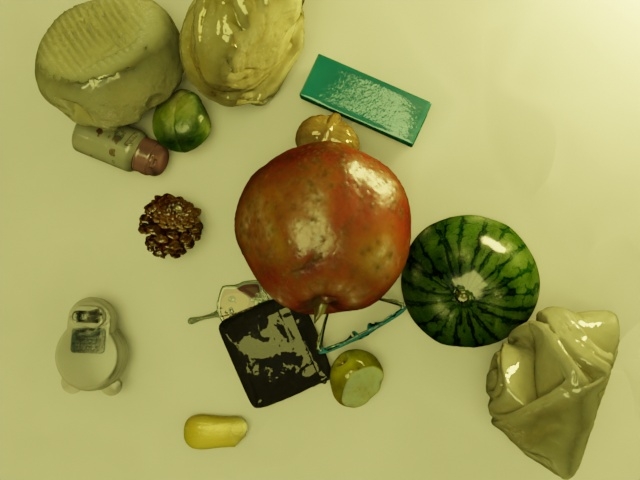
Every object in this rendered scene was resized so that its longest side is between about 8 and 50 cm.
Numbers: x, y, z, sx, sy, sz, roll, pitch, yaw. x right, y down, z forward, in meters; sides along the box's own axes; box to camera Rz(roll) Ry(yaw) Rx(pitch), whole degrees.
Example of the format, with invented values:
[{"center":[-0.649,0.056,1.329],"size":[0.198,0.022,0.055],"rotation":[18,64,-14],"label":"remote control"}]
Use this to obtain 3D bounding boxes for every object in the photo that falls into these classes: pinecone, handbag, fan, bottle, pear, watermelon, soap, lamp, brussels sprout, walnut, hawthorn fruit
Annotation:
[{"center":[-0.369,-0.029,1.949],"size":[0.173,0.173,0.174],"rotation":[0,91,7],"label":"pinecone"},{"center":[-0.111,0.273,1.952],"size":[0.223,0.080,0.247],"rotation":[-23,91,6],"label":"handbag"},{"center":[-0.233,0.179,2.003],"size":[0.220,0.009,0.132],"rotation":[-14,89,7],"label":"fan"},{"center":[-0.491,-0.234,1.976],"size":[0.233,0.110,0.110],"rotation":[21,94,5],"label":"bottle"},{"center":[0.078,0.324,1.914],"size":[0.141,0.104,0.141],"rotation":[-13,120,-25],"label":"pear"},{"center":[0.353,0.096,1.848],"size":[0.330,0.189,0.331],"rotation":[0,94,2],"label":"watermelon"},{"center":[-0.263,0.485,2.002],"size":[0.168,0.033,0.089],"rotation":[1,94,7],"label":"soap"},{"center":[-0.571,0.264,1.997],"size":[0.179,0.108,0.246],"rotation":[2,90,3],"label":"lamp"},{"center":[-0.342,-0.290,1.952],"size":[0.155,0.117,0.155],"rotation":[-5,63,10],"label":"brussels sprout"},{"center":[0.018,-0.232,1.889],"size":[0.166,0.166,0.149],"rotation":[20,74,6],"label":"walnut"},{"center":[0.000,0.000,1.770],"size":[0.402,0.403,0.403],"rotation":[0,91,7],"label":"hawthorn fruit"}]

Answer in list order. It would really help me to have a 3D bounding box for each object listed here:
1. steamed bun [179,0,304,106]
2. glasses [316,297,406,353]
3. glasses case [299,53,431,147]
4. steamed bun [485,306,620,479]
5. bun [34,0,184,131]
[{"center":[-0.184,-0.490,1.832],"size":[0.325,0.372,0.230],"rotation":[-40,71,-11],"label":"steamed bun"},{"center":[0.081,0.167,1.933],"size":[0.239,0.102,0.207],"rotation":[-26,51,7],"label":"glasses"},{"center":[0.109,-0.337,1.924],"size":[0.301,0.070,0.117],"rotation":[26,88,8],"label":"glasses case"},{"center":[0.500,0.316,1.765],"size":[0.255,0.342,0.368],"rotation":[17,106,19],"label":"steamed bun"},{"center":[-0.497,-0.415,1.901],"size":[0.359,0.211,0.360],"rotation":[-4,57,6],"label":"bun"}]
